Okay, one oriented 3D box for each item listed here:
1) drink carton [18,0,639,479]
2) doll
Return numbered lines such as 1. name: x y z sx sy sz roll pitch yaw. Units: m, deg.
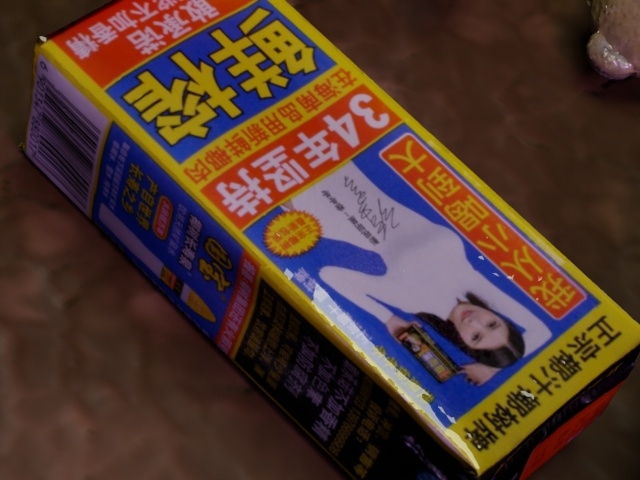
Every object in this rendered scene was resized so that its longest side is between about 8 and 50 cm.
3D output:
1. drink carton: 0.000 0.000 0.511 0.071 0.056 0.165 -36 70 -29
2. doll: 0.131 -0.057 0.625 0.093 0.051 0.061 48 45 -18
